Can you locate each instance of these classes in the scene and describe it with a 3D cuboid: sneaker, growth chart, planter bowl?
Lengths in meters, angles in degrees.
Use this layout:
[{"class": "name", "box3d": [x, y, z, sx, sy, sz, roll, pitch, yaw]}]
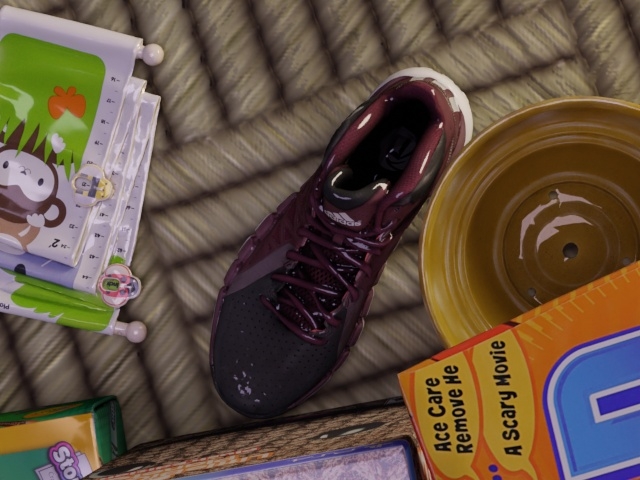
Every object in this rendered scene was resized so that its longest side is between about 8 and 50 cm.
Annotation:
[{"class": "sneaker", "box3d": [0.000, 0.000, 1.219, 0.106, 0.162, 0.281, 31, 94, 5]}, {"class": "growth chart", "box3d": [-0.199, -0.051, 1.315, 0.172, 0.021, 0.237, 6, 91, 8]}, {"class": "planter bowl", "box3d": [0.175, 0.010, 1.232, 0.217, 0.090, 0.217, 0, 93, 3]}]

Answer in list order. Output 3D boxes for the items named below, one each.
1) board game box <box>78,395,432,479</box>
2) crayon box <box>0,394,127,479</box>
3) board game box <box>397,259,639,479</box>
[{"class": "board game box", "box3d": [-0.033, 0.201, 1.164, 0.232, 0.291, 0.141, -11, 90, 7]}, {"class": "crayon box", "box3d": [-0.209, 0.263, 1.293, 0.165, 0.081, 0.278, -10, 90, 7]}, {"class": "board game box", "box3d": [0.308, 0.221, 1.022, 0.356, 0.356, 0.356, -25, 52, 8]}]
